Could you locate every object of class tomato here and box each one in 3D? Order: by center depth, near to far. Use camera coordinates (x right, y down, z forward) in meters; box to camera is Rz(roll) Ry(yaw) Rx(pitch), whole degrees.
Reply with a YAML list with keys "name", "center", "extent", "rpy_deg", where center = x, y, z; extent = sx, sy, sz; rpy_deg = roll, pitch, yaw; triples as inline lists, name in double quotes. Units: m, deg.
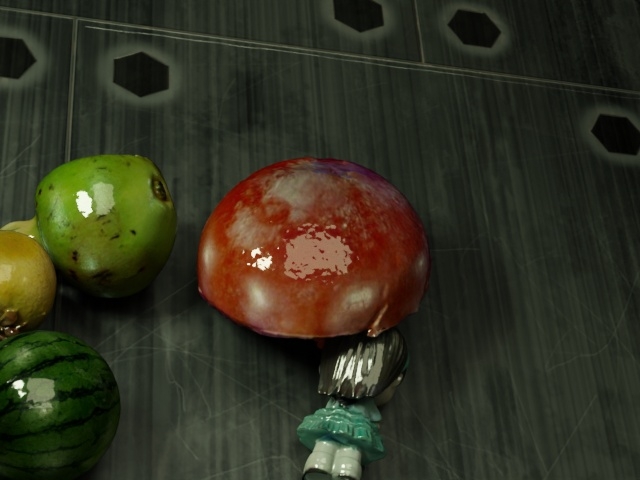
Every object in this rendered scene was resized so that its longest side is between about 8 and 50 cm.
- name: "tomato"
  center: [0.005, -0.004, 1.925]
  extent: [0.335, 0.176, 0.290]
  rpy_deg: [-3, 29, -14]

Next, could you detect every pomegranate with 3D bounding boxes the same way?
- name: "pomegranate"
  center: [-0.303, -0.005, 1.885]
  extent: [0.241, 0.190, 0.159]
  rpy_deg: [-4, 62, -21]

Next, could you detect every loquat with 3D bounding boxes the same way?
- name: "loquat"
  center: [-0.402, 0.060, 1.796]
  extent: [0.163, 0.137, 0.163]
  rpy_deg: [-19, 44, 19]

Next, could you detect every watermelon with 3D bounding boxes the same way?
- name: "watermelon"
  center: [-0.343, 0.203, 1.709]
  extent: [0.214, 0.188, 0.188]
  rpy_deg: [-13, 58, -33]

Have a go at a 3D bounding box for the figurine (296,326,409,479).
- name: "figurine"
  center: [0.033, 0.206, 1.882]
  extent: [0.138, 0.110, 0.245]
  rpy_deg: [14, 57, 5]
